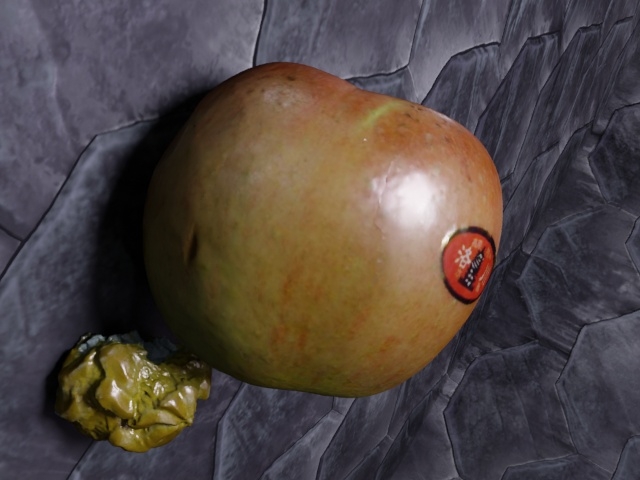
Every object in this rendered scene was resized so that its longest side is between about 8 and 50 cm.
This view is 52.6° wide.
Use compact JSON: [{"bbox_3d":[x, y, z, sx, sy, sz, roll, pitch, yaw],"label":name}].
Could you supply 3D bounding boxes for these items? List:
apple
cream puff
[{"bbox_3d":[0.000,0.000,0.644,0.338,0.338,0.305,11,101,-61],"label":"apple"},{"bbox_3d":[-0.190,0.157,0.676,0.156,0.156,0.121,28,72,-62],"label":"cream puff"}]
